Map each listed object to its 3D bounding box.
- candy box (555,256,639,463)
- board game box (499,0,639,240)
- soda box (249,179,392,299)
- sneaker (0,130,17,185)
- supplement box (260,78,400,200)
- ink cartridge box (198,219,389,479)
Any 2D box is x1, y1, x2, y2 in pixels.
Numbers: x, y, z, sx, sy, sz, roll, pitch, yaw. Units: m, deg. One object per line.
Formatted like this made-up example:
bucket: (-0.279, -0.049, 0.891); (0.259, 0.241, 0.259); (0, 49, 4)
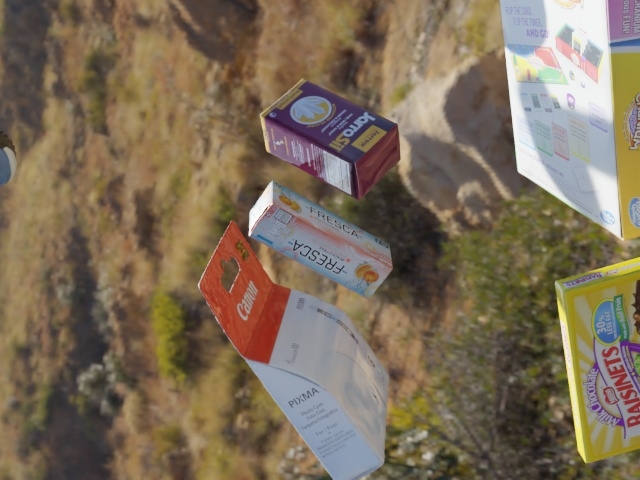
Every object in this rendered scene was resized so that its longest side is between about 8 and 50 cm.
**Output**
candy box: (0.287, 0.115, 1.087); (0.027, 0.105, 0.206); (-106, 1, -62)
board game box: (0.278, -0.188, 1.222); (0.242, 0.064, 0.317); (-131, 27, -61)
soda box: (0.000, 0.000, 1.436); (0.058, 0.183, 0.063); (-52, 20, 25)
sneaker: (-0.291, -0.047, 0.809); (0.080, 0.211, 0.081); (-11, 86, 21)
supplement box: (0.015, -0.153, 1.707); (0.188, 0.104, 0.081); (29, 148, 29)
ink cartridge box: (-0.028, 0.152, 1.801); (0.091, 0.385, 0.308); (-30, 14, 15)
